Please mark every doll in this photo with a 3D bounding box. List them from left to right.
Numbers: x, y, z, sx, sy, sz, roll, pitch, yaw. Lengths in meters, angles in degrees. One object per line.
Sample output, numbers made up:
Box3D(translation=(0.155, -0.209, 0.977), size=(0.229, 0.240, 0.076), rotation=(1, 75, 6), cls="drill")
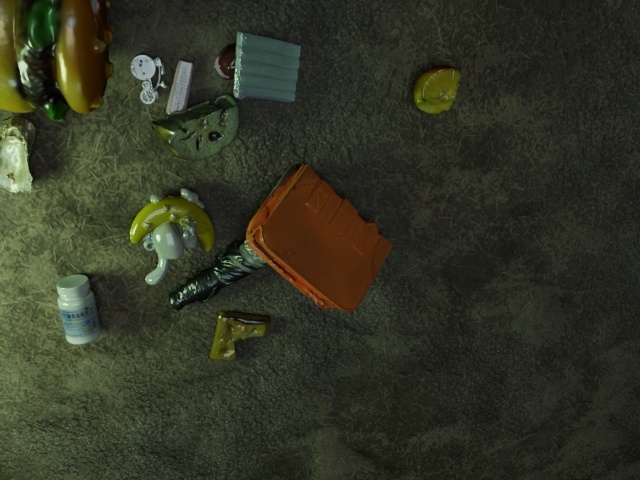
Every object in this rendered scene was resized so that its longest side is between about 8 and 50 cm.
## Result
Box3D(translation=(-0.430, -0.023, 1.848), size=(0.237, 0.111, 0.252), rotation=(-25, 116, -21), cls="doll")

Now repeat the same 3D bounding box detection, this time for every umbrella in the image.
Box3D(translation=(-0.306, 0.099, 1.952), size=(0.357, 0.106, 0.113), rotation=(-31, 107, 8), cls="umbrella")

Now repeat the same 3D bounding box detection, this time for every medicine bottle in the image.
Box3D(translation=(-0.708, 0.202, 1.872), size=(0.102, 0.103, 0.187), rotation=(-7, 115, -12), cls="medicine bottle")

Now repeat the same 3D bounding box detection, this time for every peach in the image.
Box3D(translation=(0.337, -0.449, 1.863), size=(0.151, 0.118, 0.151), rotation=(-5, 152, -2), cls="peach")

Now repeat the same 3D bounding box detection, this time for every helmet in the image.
Box3D(translation=(-0.232, -0.480, 1.731), size=(0.111, 0.057, 0.089), rotation=(-39, 119, 3), cls="helmet")

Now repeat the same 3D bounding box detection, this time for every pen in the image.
Box3D(translation=(-0.386, -0.391, 1.742), size=(0.053, 0.032, 0.197), rotation=(9, 108, -19), cls="pen")

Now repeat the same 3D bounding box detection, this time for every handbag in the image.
Box3D(translation=(0.000, 0.000, 1.918), size=(0.410, 0.116, 0.303), rotation=(42, 70, -26), cls="handbag")

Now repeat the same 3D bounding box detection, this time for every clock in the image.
Box3D(translation=(-0.455, -0.430, 1.702), size=(0.087, 0.041, 0.129), rotation=(-8, 110, -7), cls="clock")

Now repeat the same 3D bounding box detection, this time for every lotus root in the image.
Box3D(translation=(-0.324, -0.302, 1.731), size=(0.234, 0.119, 0.138), rotation=(-29, 134, -14), cls="lotus root")

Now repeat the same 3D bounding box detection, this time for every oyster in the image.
Box3D(translation=(-0.813, -0.232, 1.673), size=(0.161, 0.107, 0.233), rotation=(18, 125, -26), cls="oyster")

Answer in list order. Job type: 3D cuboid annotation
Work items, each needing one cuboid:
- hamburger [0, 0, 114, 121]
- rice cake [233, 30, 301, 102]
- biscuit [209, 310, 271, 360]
Box3D(translation=(-0.616, -0.487, 1.454), size=(0.277, 0.396, 0.396), rotation=(-2, 113, -13), cls="hamburger")
Box3D(translation=(-0.147, -0.466, 1.736), size=(0.198, 0.037, 0.189), rotation=(-9, 118, -35), cls="rice cake")
Box3D(translation=(-0.265, 0.317, 2.075), size=(0.174, 0.039, 0.183), rotation=(12, 109, -21), cls="biscuit")
